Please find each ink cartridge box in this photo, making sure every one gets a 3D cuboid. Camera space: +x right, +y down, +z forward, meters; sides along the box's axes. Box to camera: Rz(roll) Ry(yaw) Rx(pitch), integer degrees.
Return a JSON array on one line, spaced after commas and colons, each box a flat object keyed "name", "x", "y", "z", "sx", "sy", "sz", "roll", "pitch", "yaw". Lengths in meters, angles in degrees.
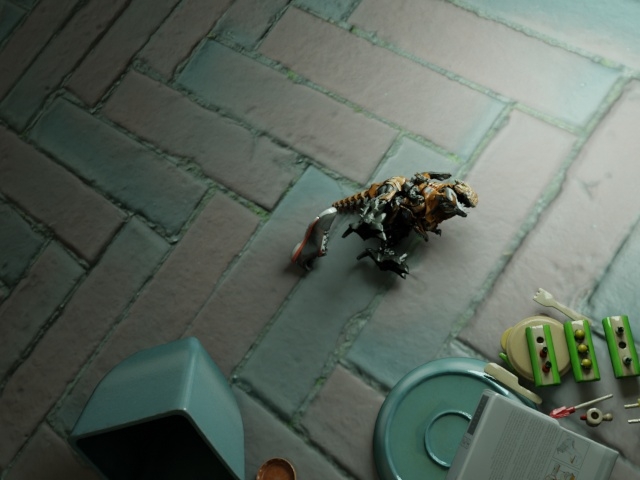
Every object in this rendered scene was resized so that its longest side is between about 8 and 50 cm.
[{"name": "ink cartridge box", "x": 0.331, "y": 0.421, "z": 1.247, "sx": 0.239, "sy": 0.060, "sz": 0.275, "roll": 26, "pitch": 84, "yaw": -7}]

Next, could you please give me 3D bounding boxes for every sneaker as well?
[{"name": "sneaker", "x": 0.000, "y": 0.000, "z": 1.594, "sx": 0.065, "sy": 0.061, "sz": 0.158, "roll": 43, "pitch": 120, "yaw": 17}]

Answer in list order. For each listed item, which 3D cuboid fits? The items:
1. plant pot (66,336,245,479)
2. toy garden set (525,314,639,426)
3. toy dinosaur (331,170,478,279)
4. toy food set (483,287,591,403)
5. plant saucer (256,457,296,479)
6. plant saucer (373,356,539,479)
[{"name": "plant pot", "x": -0.293, "y": 0.334, "z": 1.472, "sx": 0.247, "sy": 0.248, "sz": 0.252, "roll": -17, "pitch": 35, "yaw": 15}, {"name": "toy garden set", "x": 0.494, "y": 0.228, "z": 1.287, "sx": 0.244, "sy": 0.049, "sz": 0.204, "roll": -9, "pitch": 65, "yaw": 9}, {"name": "toy dinosaur", "x": 0.161, "y": -0.055, "z": 1.537, "sx": 0.322, "sy": 0.164, "sz": 0.218, "roll": -18, "pitch": 36, "yaw": 57}, {"name": "toy food set", "x": 0.398, "y": 0.197, "z": 1.374, "sx": 0.132, "sy": 0.038, "sz": 0.192, "roll": 33, "pitch": 78, "yaw": 23}, {"name": "plant saucer", "x": -0.085, "y": 0.466, "z": 1.461, "sx": 0.083, "sy": 0.013, "sz": 0.083, "roll": -8, "pitch": 65, "yaw": 18}, {"name": "plant saucer", "x": 0.242, "y": 0.361, "z": 1.358, "sx": 0.317, "sy": 0.044, "sz": 0.317, "roll": -9, "pitch": 64, "yaw": 18}]
